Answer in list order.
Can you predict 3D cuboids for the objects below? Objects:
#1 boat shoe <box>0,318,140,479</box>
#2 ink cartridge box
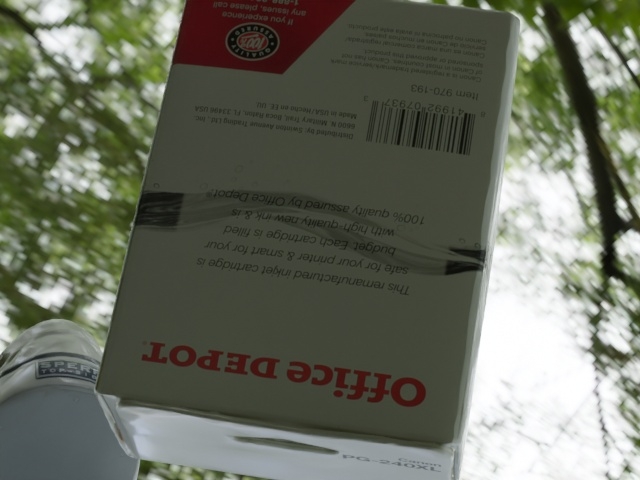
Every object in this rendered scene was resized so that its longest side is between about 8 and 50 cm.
[{"bbox_3d":[-0.142,0.153,0.799,0.258,0.095,0.084,-60,-161,14],"label":"boat shoe"},{"bbox_3d":[0.000,0.000,0.610,0.109,0.063,0.150,8,-115,6],"label":"ink cartridge box"}]
